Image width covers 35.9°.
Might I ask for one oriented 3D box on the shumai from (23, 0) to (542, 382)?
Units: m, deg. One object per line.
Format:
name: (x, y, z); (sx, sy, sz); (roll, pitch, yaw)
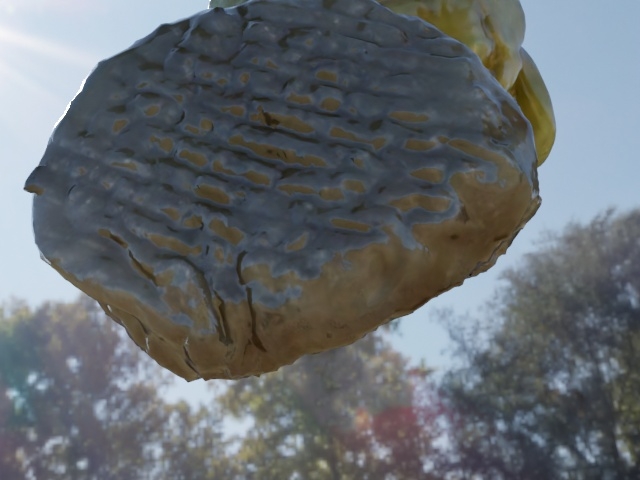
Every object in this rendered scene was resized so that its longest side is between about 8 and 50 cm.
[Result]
shumai: (0.000, 0.000, 0.682); (0.313, 0.267, 0.262); (1, -27, 18)

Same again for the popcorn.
popcorn: (0.032, -0.129, 0.926); (0.293, 0.293, 0.334); (-4, -1, -25)
